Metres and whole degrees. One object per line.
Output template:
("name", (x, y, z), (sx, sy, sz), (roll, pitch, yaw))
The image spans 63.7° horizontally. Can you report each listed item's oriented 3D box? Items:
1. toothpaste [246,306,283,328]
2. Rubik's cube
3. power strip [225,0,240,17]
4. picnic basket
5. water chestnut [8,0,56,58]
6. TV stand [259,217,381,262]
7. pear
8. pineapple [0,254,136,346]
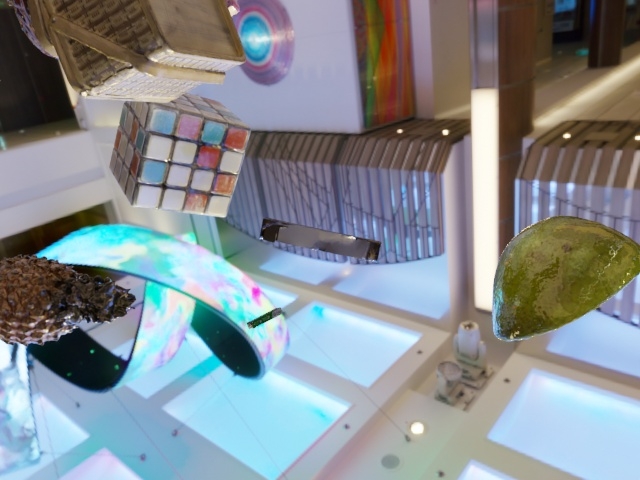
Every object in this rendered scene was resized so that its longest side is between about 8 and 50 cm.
("toothpaste", (-0.118, 0.165, 1.096), (0.083, 0.017, 0.020), (-22, -178, -41))
("Rubik's cube", (-0.360, -0.231, 1.303), (0.256, 0.254, 0.259), (6, -157, -36))
("power strip", (-0.315, -0.511, 1.208), (0.278, 0.109, 0.037), (-29, 161, 14))
("picnic basket", (-0.272, -0.355, 0.721), (0.175, 0.313, 0.228), (-19, -174, 23))
("water chestnut", (-0.662, -0.668, 1.393), (0.346, 0.336, 0.335), (-22, -155, -16))
("TV stand", (0.000, 0.000, 1.090), (0.256, 0.049, 0.040), (12, -177, -6))
("pear", (0.384, 0.072, 0.925), (0.239, 0.139, 0.288), (-44, -174, -23))
("pineapple", (-0.559, 0.133, 1.100), (0.361, 0.202, 0.202), (2, -155, 22))
